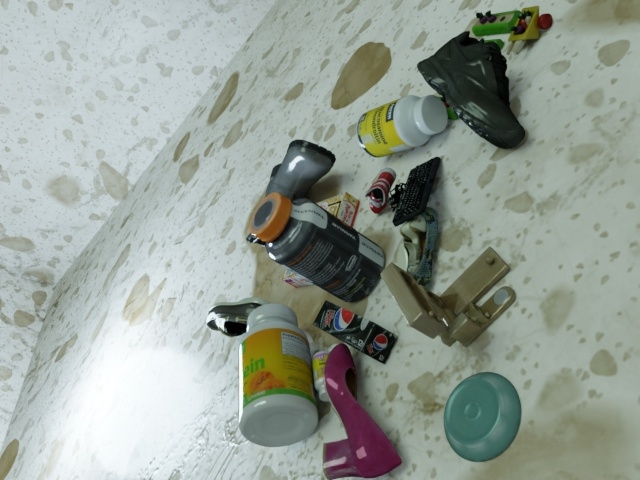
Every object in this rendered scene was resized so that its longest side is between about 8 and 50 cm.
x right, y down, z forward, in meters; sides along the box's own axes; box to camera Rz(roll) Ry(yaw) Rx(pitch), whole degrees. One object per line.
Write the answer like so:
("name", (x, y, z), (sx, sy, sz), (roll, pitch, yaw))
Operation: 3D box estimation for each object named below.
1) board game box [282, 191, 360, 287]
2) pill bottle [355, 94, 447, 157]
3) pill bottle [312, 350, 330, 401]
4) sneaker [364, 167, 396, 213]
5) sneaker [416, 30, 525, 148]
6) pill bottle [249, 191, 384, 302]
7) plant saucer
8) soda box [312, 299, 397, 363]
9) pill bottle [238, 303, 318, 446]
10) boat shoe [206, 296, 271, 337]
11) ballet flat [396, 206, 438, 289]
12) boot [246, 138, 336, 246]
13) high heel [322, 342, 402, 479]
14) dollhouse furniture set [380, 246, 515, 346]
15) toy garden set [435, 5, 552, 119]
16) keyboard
("board game box", (0.000, 0.000, 1.247), (0.147, 0.045, 0.193), (-15, 50, 51))
("pill bottle", (0.165, -0.235, 1.164), (0.184, 0.103, 0.103), (-8, 55, 54))
("pill bottle", (0.010, 0.239, 1.006), (0.043, 0.043, 0.083), (-41, 34, 27))
("sneaker", (0.110, -0.080, 1.105), (0.067, 0.042, 0.118), (-57, -13, -37))
("sneaker", (0.277, -0.274, 0.994), (0.130, 0.109, 0.286), (-43, 48, 20))
("pill bottle", (-0.009, 0.008, 1.048), (0.130, 0.245, 0.130), (-36, 36, 32))
("plant saucer", (0.204, 0.226, 0.748), (0.119, 0.021, 0.119), (-37, 34, 32))
("soda box", (0.056, 0.156, 0.997), (0.169, 0.060, 0.053), (15, 75, 60))
("pill bottle", (-0.084, 0.237, 1.053), (0.136, 0.136, 0.246), (-43, 32, 24))
("boat shoe", (-0.203, 0.188, 1.336), (0.228, 0.081, 0.069), (-20, 43, 44))
("ballet flat", (0.162, 0.006, 0.978), (0.070, 0.070, 0.188), (-29, 40, 40))
("boot", (-0.076, -0.093, 1.368), (0.338, 0.118, 0.223), (143, 149, -70))
("high heel", (0.066, 0.253, 0.896), (0.117, 0.082, 0.244), (-17, 32, 17))
("dollhouse furniture set", (0.188, 0.060, 0.799), (0.123, 0.151, 0.144), (-48, 33, 16))
("toy garden set", (0.311, -0.351, 1.107), (0.244, 0.049, 0.204), (-58, 29, -1))
("keyboard", (0.161, -0.096, 1.047), (0.100, 0.038, 0.192), (-32, 18, 35))
